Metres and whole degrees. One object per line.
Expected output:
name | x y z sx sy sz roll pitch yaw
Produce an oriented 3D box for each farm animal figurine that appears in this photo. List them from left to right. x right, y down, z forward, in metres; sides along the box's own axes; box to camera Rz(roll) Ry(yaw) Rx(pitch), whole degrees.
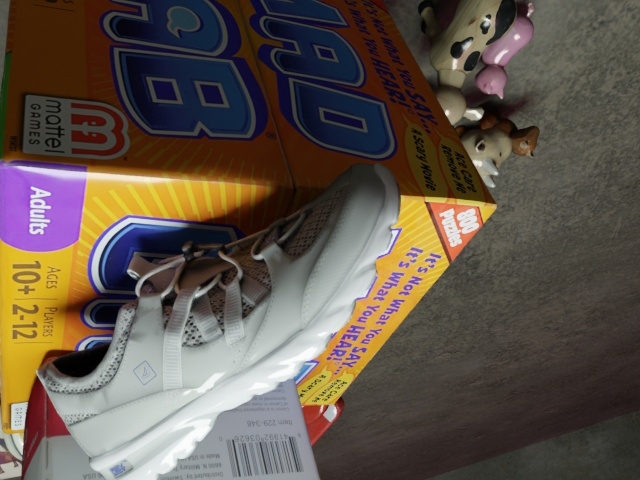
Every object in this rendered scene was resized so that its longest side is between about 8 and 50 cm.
farm animal figurine | 0.154 -0.147 0.782 0.326 0.172 0.330 -25 143 10

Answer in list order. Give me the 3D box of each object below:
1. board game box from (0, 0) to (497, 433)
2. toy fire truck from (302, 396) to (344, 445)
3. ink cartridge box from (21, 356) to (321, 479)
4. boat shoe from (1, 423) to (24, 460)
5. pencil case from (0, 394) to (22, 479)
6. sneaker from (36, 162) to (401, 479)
board game box | -0.122 -0.059 0.620 0.356 0.357 0.356 2 140 -26
toy fire truck | -0.112 0.274 1.107 0.254 0.302 0.169 -52 171 11
ink cartridge box | -0.109 0.252 0.468 0.226 0.306 0.131 10 136 -31
boat shoe | -0.370 0.351 1.155 0.155 0.187 0.500 -20 154 9
pencil case | -0.654 0.395 1.143 0.410 0.160 0.184 -10 104 -12
sneaker | -0.069 0.042 0.381 0.281 0.105 0.115 -43 98 7
